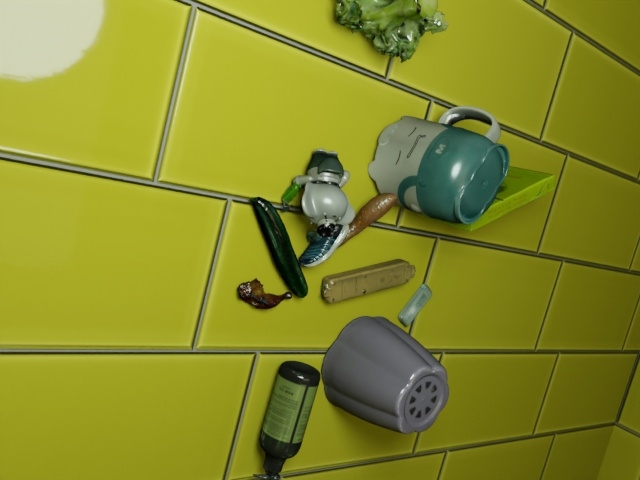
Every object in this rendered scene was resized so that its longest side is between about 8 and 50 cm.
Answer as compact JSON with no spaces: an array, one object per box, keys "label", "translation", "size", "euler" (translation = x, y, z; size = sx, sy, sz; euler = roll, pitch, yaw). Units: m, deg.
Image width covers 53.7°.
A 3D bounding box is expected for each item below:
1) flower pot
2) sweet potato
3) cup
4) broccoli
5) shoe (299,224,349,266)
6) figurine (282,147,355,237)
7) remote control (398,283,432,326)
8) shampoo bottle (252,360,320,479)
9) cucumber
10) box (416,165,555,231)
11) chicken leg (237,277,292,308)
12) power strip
[{"label":"flower pot","translation":[0.169,0.347,1.563],"size":[0.265,0.243,0.265],"euler":[-12,112,-32]},{"label":"sweet potato","translation":[0.090,-0.040,1.474],"size":[0.214,0.050,0.050],"euler":[-41,130,8]},{"label":"cup","translation":[0.295,-0.187,1.474],"size":[0.290,0.257,0.219],"euler":[-55,135,-10]},{"label":"broccoli","translation":[0.157,-0.508,1.255],"size":[0.288,0.245,0.248],"euler":[22,97,-42]},{"label":"shoe","translation":[0.000,0.000,1.427],"size":[0.071,0.064,0.143],"euler":[44,82,-22]},{"label":"figurine","translation":[0.007,-0.098,1.350],"size":[0.147,0.126,0.193],"euler":[11,66,-29]},{"label":"remote control","translation":[0.258,0.176,1.718],"size":[0.124,0.018,0.053],"euler":[-51,130,-13]},{"label":"shampoo bottle","translation":[-0.082,0.428,1.479],"size":[0.101,0.101,0.284],"euler":[10,98,-40]},{"label":"cucumber","translation":[-0.082,0.020,1.372],"size":[0.056,0.056,0.284],"euler":[-38,125,-23]},{"label":"box","translation":[0.431,-0.119,1.645],"size":[0.335,0.187,0.047],"euler":[-25,118,-30]},{"label":"chicken leg","translation":[-0.124,0.122,1.391],"size":[0.145,0.037,0.062],"euler":[27,74,-39]},{"label":"power strip","translation":[0.121,0.097,1.568],"size":[0.305,0.044,0.064],"euler":[-11,111,-34]}]
